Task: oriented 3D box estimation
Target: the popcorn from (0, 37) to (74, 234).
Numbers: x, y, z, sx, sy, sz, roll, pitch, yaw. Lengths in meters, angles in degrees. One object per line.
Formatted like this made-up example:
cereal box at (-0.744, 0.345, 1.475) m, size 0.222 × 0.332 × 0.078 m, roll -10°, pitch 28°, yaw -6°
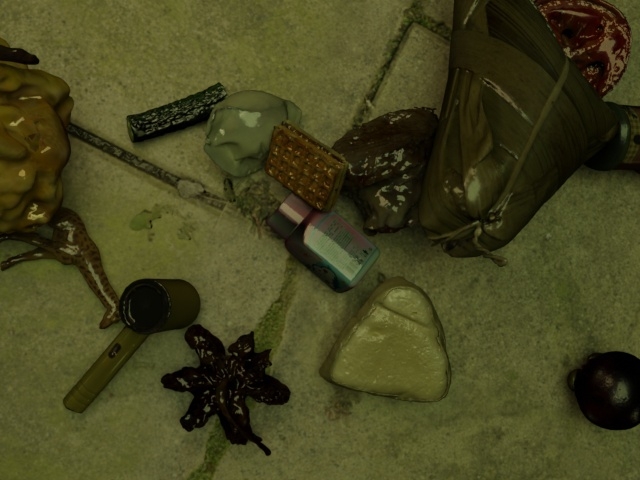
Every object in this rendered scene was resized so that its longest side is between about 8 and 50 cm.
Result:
popcorn at (-0.531, -0.176, 1.038) m, size 0.349 × 0.381 × 0.349 m, roll 9°, pitch 64°, yaw -18°

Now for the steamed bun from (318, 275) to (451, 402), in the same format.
steamed bun at (0.132, 0.169, 1.239) m, size 0.231 × 0.110 × 0.212 m, roll 15°, pitch 99°, yaw -11°

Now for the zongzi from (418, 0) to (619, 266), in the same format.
zongzi at (0.219, -0.228, 1.165) m, size 0.500 × 0.218 × 0.467 m, roll -41°, pitch 95°, yaw -30°

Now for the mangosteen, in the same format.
mangosteen at (0.533, 0.273, 1.289) m, size 0.152 × 0.152 × 0.152 m, roll 1°, pitch 83°, yaw -9°

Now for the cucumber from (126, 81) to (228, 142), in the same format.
cucumber at (-0.254, -0.224, 1.244) m, size 0.187 × 0.058 × 0.058 m, roll -23°, pitch 88°, yaw -13°

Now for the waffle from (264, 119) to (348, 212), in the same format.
waffle at (-0.025, -0.125, 1.176) m, size 0.148 × 0.102 × 0.042 m, roll 36°, pitch 40°, yaw 23°

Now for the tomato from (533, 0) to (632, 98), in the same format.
tomato at (0.477, -0.369, 1.366) m, size 0.228 × 0.101 × 0.228 m, roll 0°, pitch 91°, yaw -4°

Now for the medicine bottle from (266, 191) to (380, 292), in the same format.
medicine bottle at (0.000, 0.000, 1.230) m, size 0.188 × 0.119 × 0.094 m, roll 40°, pitch 74°, yaw -3°

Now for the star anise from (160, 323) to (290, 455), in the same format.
star anise at (-0.156, 0.242, 1.177) m, size 0.220 × 0.126 × 0.190 m, roll 19°, pitch 77°, yaw -4°

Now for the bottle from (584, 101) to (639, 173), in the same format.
bottle at (0.640, -0.203, 1.352) m, size 0.271 × 0.143 × 0.156 m, roll -1°, pitch 108°, yaw -18°

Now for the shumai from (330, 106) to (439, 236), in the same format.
shumai at (0.116, -0.114, 1.265) m, size 0.218 × 0.184 × 0.185 m, roll -47°, pitch 137°, yaw -37°

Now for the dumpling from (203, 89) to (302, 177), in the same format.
dumpling at (-0.120, -0.186, 1.234) m, size 0.181 × 0.111 × 0.155 m, roll 5°, pitch 115°, yaw -18°

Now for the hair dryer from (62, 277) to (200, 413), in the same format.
hair dryer at (-0.324, 0.177, 1.169) m, size 0.090 × 0.135 × 0.278 m, roll 43°, pitch 96°, yaw 11°

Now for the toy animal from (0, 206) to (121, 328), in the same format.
toy animal at (-0.429, 0.032, 1.190) m, size 0.275 × 0.054 × 0.149 m, roll 31°, pitch 82°, yaw -6°
